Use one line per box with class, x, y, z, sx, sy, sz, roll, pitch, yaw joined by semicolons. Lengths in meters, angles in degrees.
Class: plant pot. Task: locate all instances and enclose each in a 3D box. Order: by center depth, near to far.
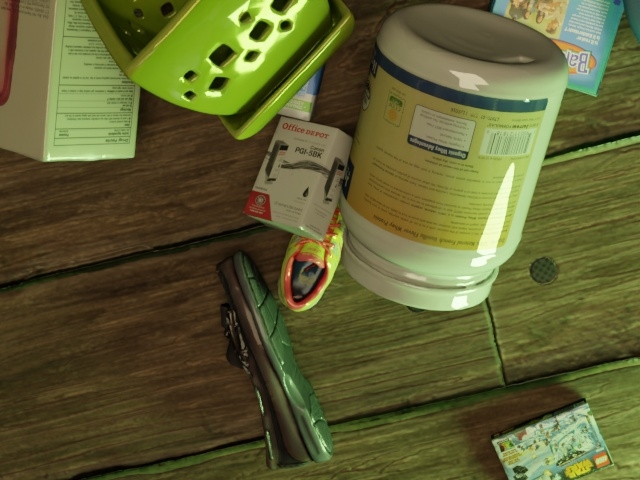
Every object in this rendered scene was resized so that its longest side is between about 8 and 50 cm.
plant pot;-0.107;-0.262;1.602;0.228;0.227;0.207;-45;132;10

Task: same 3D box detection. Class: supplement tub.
supplement tub;0.149;-0.099;1.694;0.228;0.228;0.316;13;117;0

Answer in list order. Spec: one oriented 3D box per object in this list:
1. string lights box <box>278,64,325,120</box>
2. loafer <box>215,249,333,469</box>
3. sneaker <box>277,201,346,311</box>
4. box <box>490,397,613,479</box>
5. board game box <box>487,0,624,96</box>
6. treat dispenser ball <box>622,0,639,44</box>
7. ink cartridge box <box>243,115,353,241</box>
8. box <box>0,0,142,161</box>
string lights box;-0.044;-0.291;1.760;0.133;0.077;0.259;14;102;2
loafer;-0.080;0.164;1.843;0.095;0.109;0.302;-21;103;11
sneaker;0.000;0.000;1.808;0.081;0.094;0.208;16;100;1
box;0.306;0.277;1.884;0.137;0.027;0.094;-23;98;7
board game box;0.294;-0.300;1.757;0.160;0.047;0.210;16;101;-1
treat dispenser ball;0.488;-0.304;1.625;0.288;0.288;0.288;1;101;2
ink cartridge box;-0.023;-0.078;1.771;0.099;0.056;0.135;15;81;38
box;-0.308;-0.221;1.731;0.127;0.149;0.232;17;105;39
